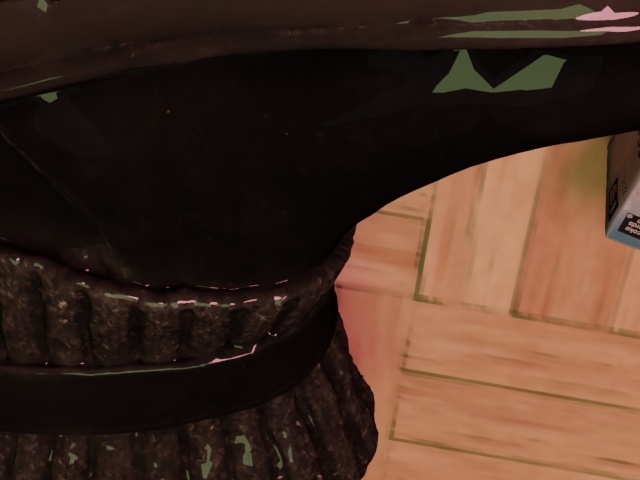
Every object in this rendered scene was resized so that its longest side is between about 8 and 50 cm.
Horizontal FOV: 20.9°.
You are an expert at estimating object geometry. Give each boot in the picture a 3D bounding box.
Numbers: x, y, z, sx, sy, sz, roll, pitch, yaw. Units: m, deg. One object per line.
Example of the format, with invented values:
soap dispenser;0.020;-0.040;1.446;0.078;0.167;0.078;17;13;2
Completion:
boot;0.000;-0.002;0.611;0.348;0.131;0.260;-3;124;18

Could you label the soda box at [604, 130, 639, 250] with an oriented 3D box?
soda box;0.196;-0.007;0.617;0.183;0.058;0.063;22;128;-6
